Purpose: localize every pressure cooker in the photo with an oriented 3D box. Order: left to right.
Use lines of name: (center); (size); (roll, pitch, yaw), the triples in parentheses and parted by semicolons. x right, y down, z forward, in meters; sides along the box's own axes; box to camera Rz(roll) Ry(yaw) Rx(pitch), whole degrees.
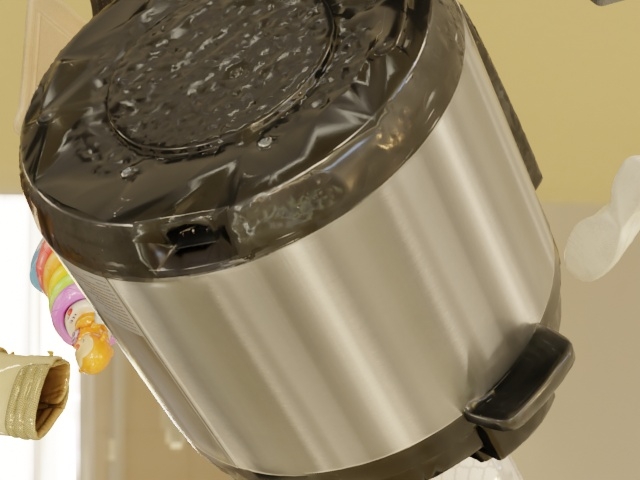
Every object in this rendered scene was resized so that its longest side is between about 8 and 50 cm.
pressure cooker: (-0.005, 0.004, 1.333); (0.370, 0.375, 0.420); (-94, 161, -48)

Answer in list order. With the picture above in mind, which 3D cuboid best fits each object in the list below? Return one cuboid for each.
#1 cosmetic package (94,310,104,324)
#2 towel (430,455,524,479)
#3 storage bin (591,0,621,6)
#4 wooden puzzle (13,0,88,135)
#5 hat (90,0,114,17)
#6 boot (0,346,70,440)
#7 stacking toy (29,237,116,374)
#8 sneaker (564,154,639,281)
cosmetic package: (-0.199, -0.030, 2.015); (0.224, 0.138, 0.225); (-112, -150, -71)
towel: (0.098, 0.338, 1.453); (0.053, 0.317, 0.332); (-22, -82, 58)
storage bin: (0.337, -0.323, 1.826); (0.098, 0.135, 0.091); (47, -38, 39)
wooden puzzle: (-0.346, -0.201, 2.296); (0.044, 0.221, 0.239); (-18, -127, 29)
hat: (-0.089, -0.243, 1.764); (0.134, 0.331, 0.331); (-55, 178, -31)
boot: (-0.413, 0.155, 2.105); (0.262, 0.203, 0.095); (-76, 159, -50)
stacking toy: (-0.303, 0.087, 2.188); (0.175, 0.165, 0.302); (-54, -160, 21)
sneaker: (0.413, -0.028, 2.213); (0.080, 0.094, 0.212); (51, -51, 26)
